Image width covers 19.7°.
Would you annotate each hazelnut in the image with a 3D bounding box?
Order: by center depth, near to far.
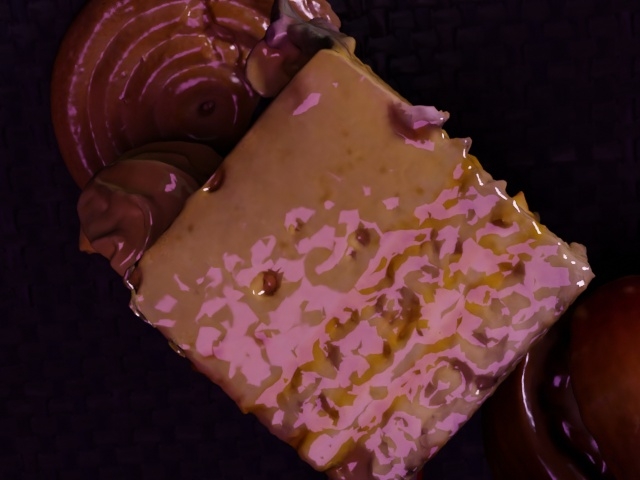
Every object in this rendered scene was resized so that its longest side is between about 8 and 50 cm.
[{"bbox_3d":[0.222,0.133,1.284,0.217,0.217,0.251,35,143,-12],"label":"hazelnut"}]

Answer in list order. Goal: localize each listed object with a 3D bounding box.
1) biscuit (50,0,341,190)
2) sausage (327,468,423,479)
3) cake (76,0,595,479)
[{"bbox_3d":[-0.105,-0.122,1.286,0.224,0.033,0.144,-38,108,14],"label":"biscuit"},{"bbox_3d":[0.040,0.214,1.344,0.074,0.074,0.274,2,87,0],"label":"sausage"},{"bbox_3d":[0.000,0.000,1.202,0.286,0.222,0.227,42,93,0],"label":"cake"}]
